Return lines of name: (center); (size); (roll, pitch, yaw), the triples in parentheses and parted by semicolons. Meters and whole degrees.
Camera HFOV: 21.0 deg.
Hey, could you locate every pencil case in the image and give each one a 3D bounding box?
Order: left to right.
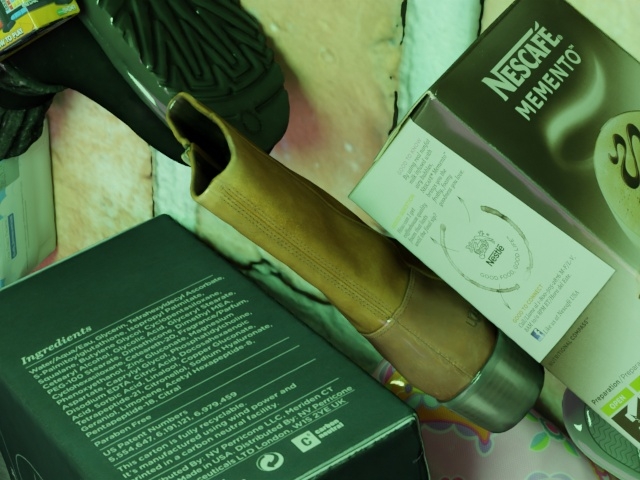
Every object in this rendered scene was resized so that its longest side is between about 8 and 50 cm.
pencil case: (0.152, 0.190, 1.339); (0.284, 0.124, 0.124); (40, 138, 2)

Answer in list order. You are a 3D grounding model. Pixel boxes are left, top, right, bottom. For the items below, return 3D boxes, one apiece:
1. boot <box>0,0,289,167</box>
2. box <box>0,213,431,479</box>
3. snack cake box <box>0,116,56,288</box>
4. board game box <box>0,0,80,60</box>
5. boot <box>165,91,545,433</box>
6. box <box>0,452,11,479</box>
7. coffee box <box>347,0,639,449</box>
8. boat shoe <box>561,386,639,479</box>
boot: (-0.198, -0.129, 1.329); (0.348, 0.131, 0.260); (47, 132, 11)
box: (-0.090, 0.207, 1.354); (0.395, 0.212, 0.293); (35, 145, 50)
snack cake box: (-0.367, -0.073, 1.538); (0.264, 0.089, 0.152); (22, 134, 22)
board game box: (-0.264, -0.189, 1.228); (0.170, 0.048, 0.141); (-22, 97, 44)
boot: (0.000, 0.000, 1.178); (0.280, 0.264, 0.096); (36, 105, -21)
box: (-0.244, 0.247, 1.724); (0.183, 0.056, 0.231); (23, 134, 22)
coffee box: (0.190, -0.006, 1.114); (0.297, 0.168, 0.119); (40, 137, 2)
boat shoe: (0.316, 0.183, 1.227); (0.320, 0.103, 0.118); (30, 91, 10)
